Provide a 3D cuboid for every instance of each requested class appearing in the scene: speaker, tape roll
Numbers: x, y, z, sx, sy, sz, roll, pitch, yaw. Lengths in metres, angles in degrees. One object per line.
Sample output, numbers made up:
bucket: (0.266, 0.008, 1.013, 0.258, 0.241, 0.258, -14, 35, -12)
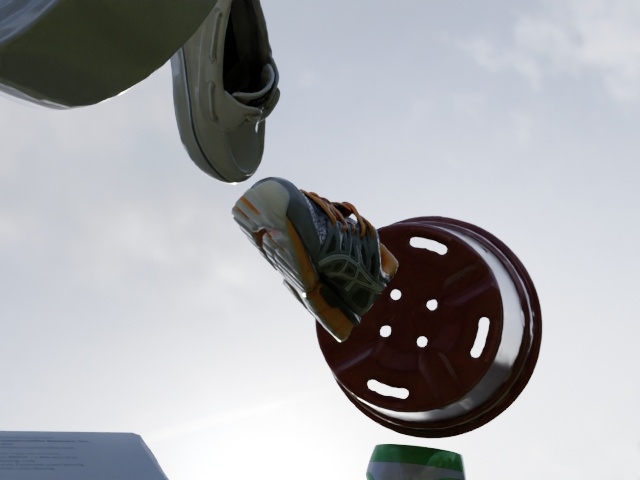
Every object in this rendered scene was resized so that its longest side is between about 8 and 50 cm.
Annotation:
speaker: (0.101, 0.395, 1.731, 0.131, 0.297, 0.131, 7, -13, 2)
tape roll: (-0.172, -0.229, 0.923, 0.286, 0.286, 0.100, -36, -31, 24)

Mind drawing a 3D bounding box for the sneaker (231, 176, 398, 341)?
sneaker: (0.000, 0.000, 1.120, 0.083, 0.084, 0.215, -42, -27, -5)

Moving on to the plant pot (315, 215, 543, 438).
plant pot: (0.112, 0.093, 1.661, 0.272, 0.272, 0.265, -24, -9, 7)

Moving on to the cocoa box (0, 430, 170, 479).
cocoa box: (-0.303, 0.312, 1.264, 0.347, 0.231, 0.228, 5, -71, -29)

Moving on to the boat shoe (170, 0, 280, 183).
boat shoe: (-0.082, -0.143, 1.344, 0.095, 0.084, 0.258, -48, -34, -27)
